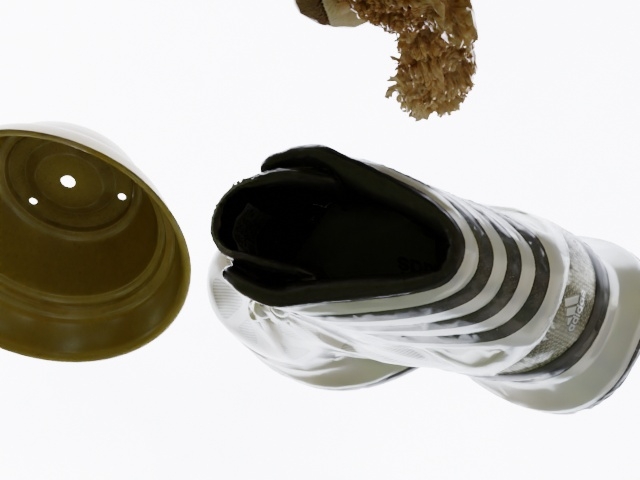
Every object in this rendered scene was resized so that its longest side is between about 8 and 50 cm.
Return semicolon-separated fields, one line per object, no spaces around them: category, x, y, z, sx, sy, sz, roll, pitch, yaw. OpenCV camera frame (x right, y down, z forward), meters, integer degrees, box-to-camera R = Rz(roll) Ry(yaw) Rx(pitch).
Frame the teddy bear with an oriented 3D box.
teddy bear;0.033;-0.206;1.292;0.113;0.338;0.245;-14;-57;5

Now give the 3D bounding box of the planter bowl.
planter bowl;-0.192;-0.019;1.377;0.217;0.090;0.217;5;-50;6

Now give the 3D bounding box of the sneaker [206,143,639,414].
sneaker;0.001;-0.001;1.366;0.257;0.447;0.169;27;-104;-34
